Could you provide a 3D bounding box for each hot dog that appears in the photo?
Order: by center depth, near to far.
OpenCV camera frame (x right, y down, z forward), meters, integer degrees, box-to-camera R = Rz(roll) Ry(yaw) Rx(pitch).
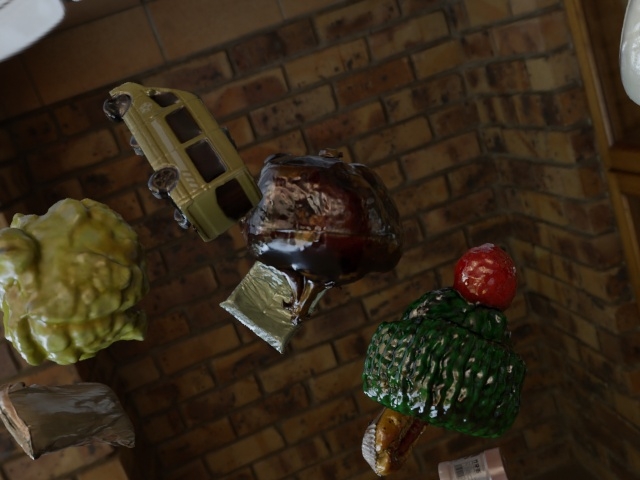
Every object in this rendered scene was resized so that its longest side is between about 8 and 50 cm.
[{"bbox_3d":[0.172,0.350,1.375,0.069,0.131,0.253,12,-139,41],"label":"hot dog"}]

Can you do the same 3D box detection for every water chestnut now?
[{"bbox_3d":[0.000,0.000,1.390,0.335,0.347,0.335,6,174,1],"label":"water chestnut"}]

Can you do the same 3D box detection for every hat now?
[{"bbox_3d":[0.236,0.161,1.222,0.242,0.274,0.332,-5,-118,61],"label":"hat"}]

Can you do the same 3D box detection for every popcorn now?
[{"bbox_3d":[-0.362,0.063,1.023,0.195,0.255,0.256,127,-15,-66],"label":"popcorn"}]

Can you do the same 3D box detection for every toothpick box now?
[{"bbox_3d":[0.361,0.550,1.626,0.149,0.098,0.098,-20,-167,14],"label":"toothpick box"}]

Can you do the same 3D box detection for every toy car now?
[{"bbox_3d":[-0.182,-0.123,0.923,0.124,0.101,0.256,-33,-122,-5],"label":"toy car"}]

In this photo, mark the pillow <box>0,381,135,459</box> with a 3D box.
[{"bbox_3d":[-0.443,0.313,1.236,0.173,0.067,0.270,37,-173,29],"label":"pillow"}]

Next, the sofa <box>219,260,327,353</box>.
[{"bbox_3d":[-0.093,0.111,1.691,0.225,0.210,0.176,-55,175,40],"label":"sofa"}]

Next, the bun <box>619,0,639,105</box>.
[{"bbox_3d":[0.245,-0.133,0.403,0.094,0.138,0.138,28,-137,36],"label":"bun"}]
